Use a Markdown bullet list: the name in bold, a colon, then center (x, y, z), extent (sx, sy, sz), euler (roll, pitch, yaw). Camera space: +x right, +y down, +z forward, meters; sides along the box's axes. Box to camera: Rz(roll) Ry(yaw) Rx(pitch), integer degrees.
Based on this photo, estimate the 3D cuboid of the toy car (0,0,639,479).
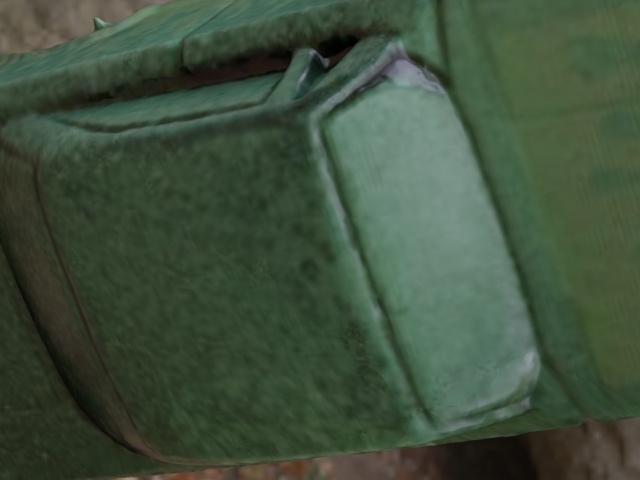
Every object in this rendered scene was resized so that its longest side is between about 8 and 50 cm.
- **toy car**: center (0.000, 0.000, 0.510), extent (0.097, 0.320, 0.141), euler (-42, 116, -52)
